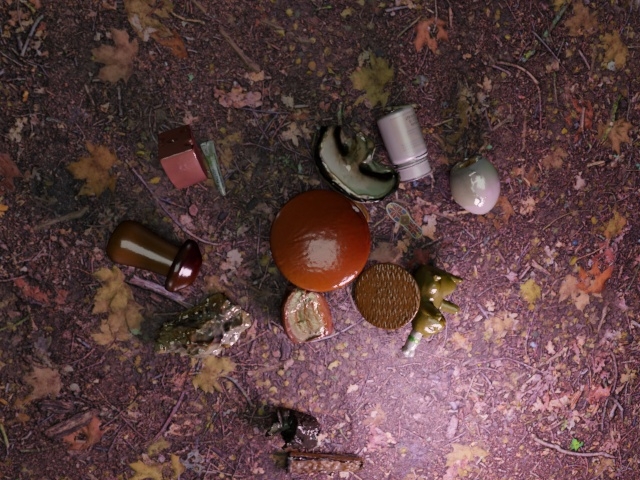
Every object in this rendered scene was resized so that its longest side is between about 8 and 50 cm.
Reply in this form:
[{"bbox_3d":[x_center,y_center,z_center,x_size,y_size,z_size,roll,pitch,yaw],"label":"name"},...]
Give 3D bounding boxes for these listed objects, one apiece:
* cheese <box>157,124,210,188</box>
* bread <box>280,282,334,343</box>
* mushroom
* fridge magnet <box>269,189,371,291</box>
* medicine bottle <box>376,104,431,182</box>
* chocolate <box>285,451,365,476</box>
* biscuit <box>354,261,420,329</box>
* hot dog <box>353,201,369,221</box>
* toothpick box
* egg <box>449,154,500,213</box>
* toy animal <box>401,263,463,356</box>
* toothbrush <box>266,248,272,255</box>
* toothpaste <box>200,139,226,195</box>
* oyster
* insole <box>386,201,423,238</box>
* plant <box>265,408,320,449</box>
[{"bbox_3d":[-0.460,-0.282,1.406,0.128,0.177,0.203,-19,101,-8],"label":"cheese"},{"bbox_3d":[-0.060,0.266,1.588,0.190,0.123,0.244,-21,100,-6],"label":"bread"},{"bbox_3d":[0.121,-0.271,1.551,0.344,0.130,0.248,25,76,-14],"label":"mushroom"},{"bbox_3d":[0.000,0.000,1.509,0.363,0.155,0.364,0,87,-5],"label":"fridge magnet"},{"bbox_3d":[0.311,-0.352,1.560,0.143,0.143,0.258,-22,100,-7],"label":"medicine bottle"},{"bbox_3d":[0.018,0.902,1.725,0.329,0.065,0.103,8,115,-11],"label":"chocolate"},{"bbox_3d":[0.255,0.211,1.625,0.261,0.037,0.262,2,94,24],"label":"biscuit"},{"bbox_3d":[0.136,-0.094,1.609,0.140,0.060,0.090,40,93,-6],"label":"hot dog"},{"bbox_3d":[-0.551,0.050,1.438,0.294,0.192,0.192,25,93,-7],"label":"toothpick box"},{"bbox_3d":[0.593,-0.203,1.615,0.183,0.183,0.217,-33,106,-5],"label":"egg"},{"bbox_3d":[0.432,0.280,1.647,0.181,0.180,0.363,1,94,-43],"label":"toy animal"},{"bbox_3d":[-0.076,-0.028,1.594,0.288,0.021,0.024,-34,108,-4],"label":"toothbrush"},{"bbox_3d":[-0.374,-0.254,1.503,0.048,0.029,0.197,-18,98,-8],"label":"toothpaste"},{"bbox_3d":[-0.428,0.335,1.538,0.354,0.107,0.201,-27,98,-6],"label":"oyster"},{"bbox_3d":[0.332,-0.079,1.672,0.193,0.006,0.065,43,89,-13],"label":"insole"},{"bbox_3d":[-0.106,0.727,1.639,0.203,0.131,0.143,13,98,-11],"label":"plant"}]
